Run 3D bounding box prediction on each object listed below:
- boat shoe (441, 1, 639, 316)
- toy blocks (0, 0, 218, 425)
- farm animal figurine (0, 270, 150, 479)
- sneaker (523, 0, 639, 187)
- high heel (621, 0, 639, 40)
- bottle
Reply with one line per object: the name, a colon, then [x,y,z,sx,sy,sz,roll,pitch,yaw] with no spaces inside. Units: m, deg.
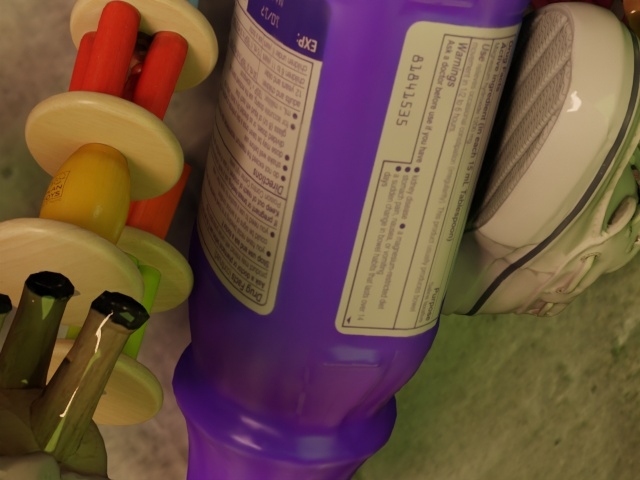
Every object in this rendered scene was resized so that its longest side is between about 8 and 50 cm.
boat shoe: [0.094,-0.023,0.503,0.076,0.226,0.083,11,74,-4]
toy blocks: [-0.067,-0.026,0.459,0.123,0.054,0.148,92,8,-55]
farm animal figurine: [-0.246,0.030,0.281,0.172,0.330,0.327,-67,158,6]
sneaker: [0.187,-0.074,0.605,0.252,0.103,0.111,-1,136,-23]
high heel: [0.072,-0.208,0.384,0.127,0.181,0.377,-16,146,10]
bottle: [0.000,0.000,0.494,0.092,0.118,0.283,3,116,-19]
